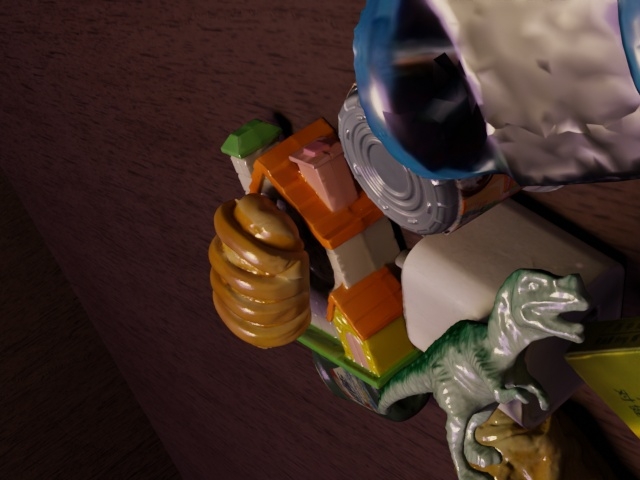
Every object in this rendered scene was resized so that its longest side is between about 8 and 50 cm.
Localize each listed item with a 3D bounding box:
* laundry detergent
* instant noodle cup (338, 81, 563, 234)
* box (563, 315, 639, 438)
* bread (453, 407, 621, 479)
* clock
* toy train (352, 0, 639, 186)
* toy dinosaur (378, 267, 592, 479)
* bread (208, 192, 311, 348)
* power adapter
[{"bbox_3d":[0.043,0.146,1.308,0.144,0.078,0.221,63,159,-15],"label":"laundry detergent"},{"bbox_3d":[0.094,-0.085,0.792,0.178,0.125,0.208,57,158,-4],"label":"instant noodle cup"},{"bbox_3d":[0.312,0.113,0.679,0.173,0.043,0.311,45,158,-10],"label":"box"},{"bbox_3d":[0.231,0.263,1.013,0.268,0.130,0.152,54,167,2],"label":"bread"},{"bbox_3d":[0.000,0.000,1.137,0.219,0.106,0.255,24,142,53],"label":"clock"},{"bbox_3d":[0.115,-0.182,0.422,0.188,0.265,0.300,-3,119,52],"label":"toy train"},{"bbox_3d":[0.101,0.138,0.802,0.383,0.076,0.129,131,136,-58],"label":"toy dinosaur"},{"bbox_3d":[-0.067,0.033,1.094,0.119,0.084,0.177,42,147,35],"label":"bread"},{"bbox_3d":[0.133,0.037,0.882,0.205,0.125,0.130,37,152,35],"label":"power adapter"}]
